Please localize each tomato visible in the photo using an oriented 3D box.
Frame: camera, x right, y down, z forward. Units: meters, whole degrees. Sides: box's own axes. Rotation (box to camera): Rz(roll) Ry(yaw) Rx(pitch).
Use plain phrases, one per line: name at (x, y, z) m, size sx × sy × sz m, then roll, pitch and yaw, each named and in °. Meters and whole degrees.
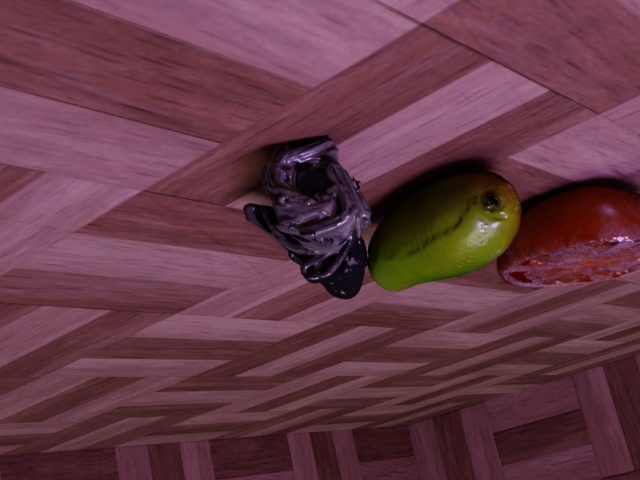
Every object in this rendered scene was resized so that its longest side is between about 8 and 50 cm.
tomato at (0.343, -0.009, 1.237) m, size 0.237 × 0.095 × 0.237 m, roll -5°, pitch 164°, yaw -1°

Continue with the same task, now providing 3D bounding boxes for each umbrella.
umbrella at (0.001, 0.006, 1.020) m, size 0.106 × 0.113 × 0.358 m, roll -34°, pitch 163°, yaw -5°

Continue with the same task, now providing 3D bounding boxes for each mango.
mango at (0.138, -0.007, 1.077) m, size 0.125 × 0.111 × 0.233 m, roll 5°, pitch 154°, yaw -28°
